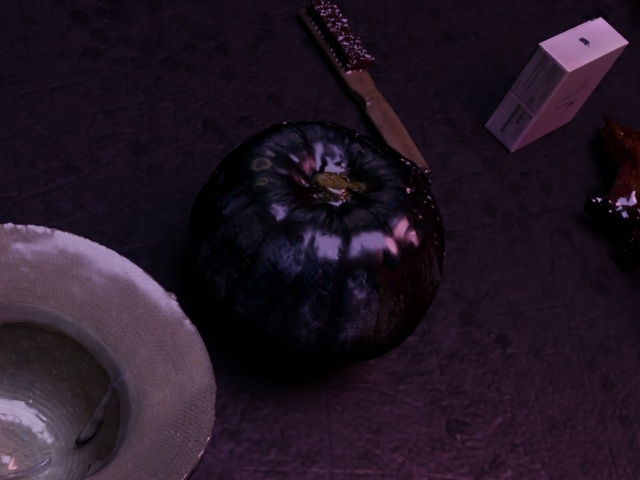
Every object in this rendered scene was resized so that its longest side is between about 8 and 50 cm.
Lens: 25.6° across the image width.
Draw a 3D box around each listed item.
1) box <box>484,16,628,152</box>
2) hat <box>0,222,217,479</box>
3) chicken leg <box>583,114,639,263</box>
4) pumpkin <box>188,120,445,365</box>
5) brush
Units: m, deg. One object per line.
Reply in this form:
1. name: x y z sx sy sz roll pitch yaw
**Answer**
1. box: 0.263 -0.176 1.579 0.051 0.130 0.129 48 45 15
2. hat: -0.214 0.126 1.019 0.257 0.130 0.257 16 44 -16
3. chicken leg: 0.351 -0.060 1.577 0.105 0.063 0.234 31 40 -9
4. pumpkin: 0.000 0.000 1.237 0.233 0.163 0.233 9 43 -9
5. brush: 0.049 -0.169 1.518 0.043 0.036 0.248 -11 57 -32
